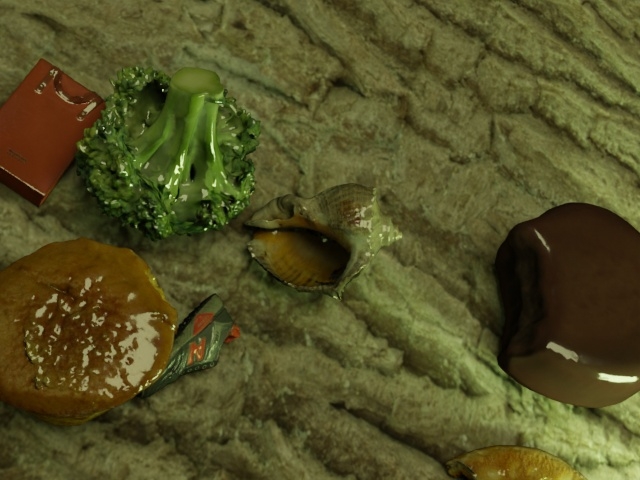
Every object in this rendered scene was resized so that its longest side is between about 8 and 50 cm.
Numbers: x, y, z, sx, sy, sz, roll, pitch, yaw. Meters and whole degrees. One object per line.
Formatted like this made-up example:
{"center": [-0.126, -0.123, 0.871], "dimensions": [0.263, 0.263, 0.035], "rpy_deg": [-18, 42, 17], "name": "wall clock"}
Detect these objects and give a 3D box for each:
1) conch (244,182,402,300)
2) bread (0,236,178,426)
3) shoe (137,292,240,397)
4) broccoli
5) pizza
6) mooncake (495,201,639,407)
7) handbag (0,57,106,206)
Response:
{"center": [0.000, 0.000, 1.828], "dimensions": [0.245, 0.163, 0.178], "rpy_deg": [7, 42, 10], "name": "conch"}
{"center": [-0.319, 0.120, 1.587], "dimensions": [0.268, 0.146, 0.269], "rpy_deg": [1, 67, -3], "name": "bread"}
{"center": [-0.185, 0.161, 1.708], "dimensions": [0.077, 0.074, 0.194], "rpy_deg": [45, 54, -6], "name": "shoe"}
{"center": [-0.220, -0.131, 1.739], "dimensions": [0.235, 0.260, 0.288], "rpy_deg": [-1, 39, 16], "name": "broccoli"}
{"center": [0.317, 0.380, 1.854], "dimensions": [0.271, 0.056, 0.134], "rpy_deg": [7, 62, -24], "name": "pizza"}
{"center": [0.408, 0.114, 1.954], "dimensions": [0.333, 0.174, 0.326], "rpy_deg": [-23, 75, -29], "name": "mooncake"}
{"center": [-0.406, -0.160, 1.758], "dimensions": [0.127, 0.063, 0.190], "rpy_deg": [35, 59, -7], "name": "handbag"}
